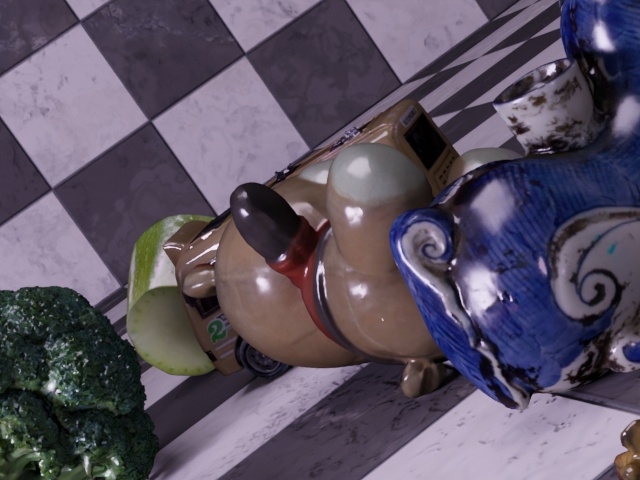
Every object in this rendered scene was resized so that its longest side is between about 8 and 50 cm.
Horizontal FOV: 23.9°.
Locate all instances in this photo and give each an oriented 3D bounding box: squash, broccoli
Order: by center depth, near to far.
[{"bbox_3d":[-0.261,0.172,1.336,0.270,0.270,0.270,-177,108,-78],"label":"broccoli"},{"bbox_3d":[-0.136,0.063,1.638,0.170,0.170,0.123,-31,22,25],"label":"squash"}]

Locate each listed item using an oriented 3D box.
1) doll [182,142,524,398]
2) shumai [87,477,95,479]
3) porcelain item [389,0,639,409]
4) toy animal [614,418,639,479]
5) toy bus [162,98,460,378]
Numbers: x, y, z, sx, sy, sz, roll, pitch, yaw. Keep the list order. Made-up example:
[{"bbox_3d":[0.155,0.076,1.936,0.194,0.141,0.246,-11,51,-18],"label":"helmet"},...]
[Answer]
[{"bbox_3d":[0.041,0.022,1.113,0.235,0.174,0.330,-5,0,-19],"label":"doll"},{"bbox_3d":[-0.241,0.218,1.508,0.080,0.082,0.083,0,47,5],"label":"shumai"},{"bbox_3d":[0.163,-0.043,0.875,0.288,0.186,0.138,-39,10,-17],"label":"porcelain item"},{"bbox_3d":[0.236,0.021,0.663,0.275,0.054,0.149,-41,7,-33],"label":"toy animal"},{"bbox_3d":[0.000,0.000,1.397,0.289,0.157,0.139,-31,8,26],"label":"toy bus"}]
